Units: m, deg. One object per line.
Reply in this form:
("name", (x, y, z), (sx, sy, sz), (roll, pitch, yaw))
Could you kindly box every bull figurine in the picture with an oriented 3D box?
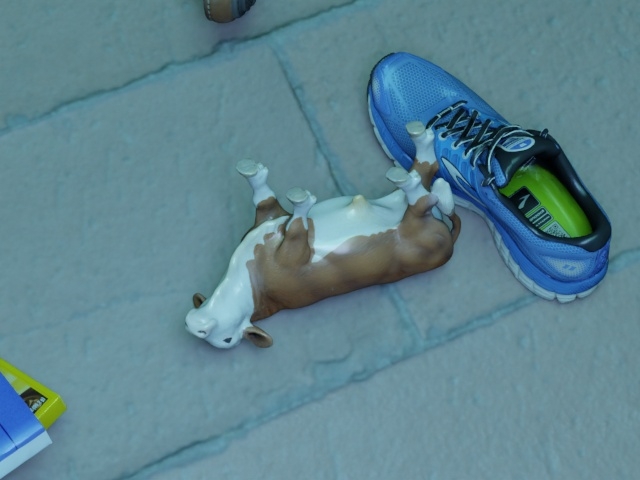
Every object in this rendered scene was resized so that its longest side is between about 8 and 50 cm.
("bull figurine", (0.000, 0.000, 1.473), (0.310, 0.188, 0.101), (-18, 48, -20))

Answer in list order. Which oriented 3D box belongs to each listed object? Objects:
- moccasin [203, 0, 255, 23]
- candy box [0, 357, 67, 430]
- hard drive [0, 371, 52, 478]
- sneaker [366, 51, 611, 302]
("moccasin", (-0.142, -0.404, 1.644), (0.147, 0.139, 0.380), (-7, 67, -8))
("candy box", (-0.346, 0.202, 1.391), (0.105, 0.027, 0.206), (24, 59, 35))
("hard drive", (-0.435, 0.206, 1.359), (0.319, 0.040, 0.210), (-35, 52, -17))
("sneaker", (0.185, -0.090, 1.537), (0.330, 0.147, 0.130), (43, 69, 14))
